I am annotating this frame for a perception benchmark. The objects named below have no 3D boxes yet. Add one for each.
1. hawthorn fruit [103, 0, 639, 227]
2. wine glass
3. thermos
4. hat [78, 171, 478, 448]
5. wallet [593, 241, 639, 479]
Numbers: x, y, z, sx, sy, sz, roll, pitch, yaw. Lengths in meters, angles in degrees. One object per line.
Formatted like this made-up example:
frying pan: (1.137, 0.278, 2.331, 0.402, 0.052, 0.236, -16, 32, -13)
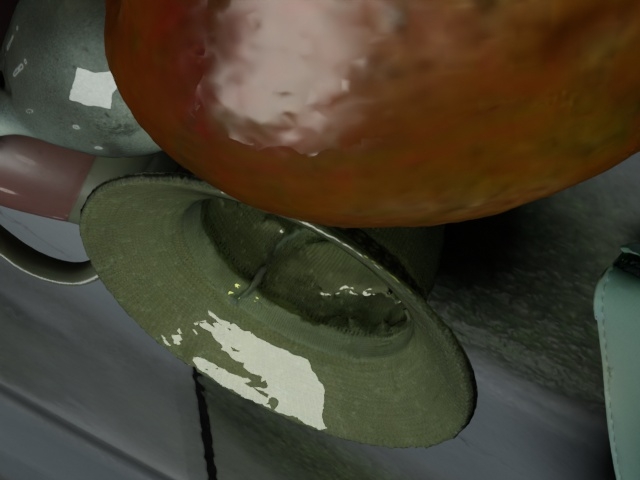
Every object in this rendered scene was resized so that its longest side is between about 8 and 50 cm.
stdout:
hawthorn fruit: (0.064, -0.134, 0.738, 0.298, 0.277, 0.277, -1, 142, 11)
wine glass: (-0.138, -0.092, 1.051, 0.241, 0.126, 0.126, -23, 124, 18)
thermos: (-0.197, -0.075, 1.215, 0.265, 0.146, 0.176, 30, 121, -4)
hat: (0.000, 0.000, 1.125, 0.257, 0.130, 0.257, 23, 151, 14)
wallet: (0.242, 0.112, 0.980, 0.250, 0.075, 0.176, 28, 133, 57)
